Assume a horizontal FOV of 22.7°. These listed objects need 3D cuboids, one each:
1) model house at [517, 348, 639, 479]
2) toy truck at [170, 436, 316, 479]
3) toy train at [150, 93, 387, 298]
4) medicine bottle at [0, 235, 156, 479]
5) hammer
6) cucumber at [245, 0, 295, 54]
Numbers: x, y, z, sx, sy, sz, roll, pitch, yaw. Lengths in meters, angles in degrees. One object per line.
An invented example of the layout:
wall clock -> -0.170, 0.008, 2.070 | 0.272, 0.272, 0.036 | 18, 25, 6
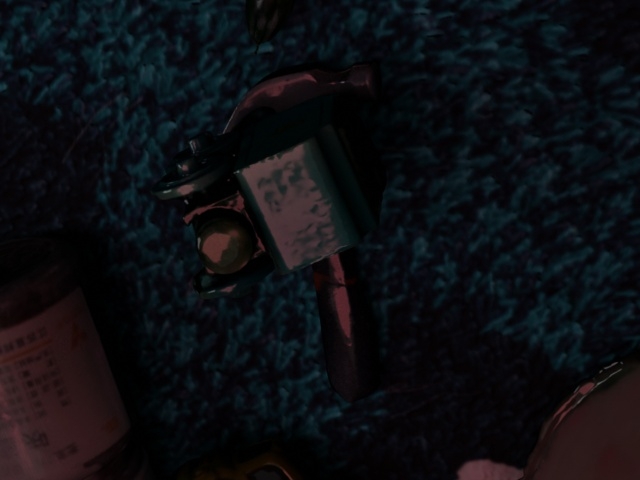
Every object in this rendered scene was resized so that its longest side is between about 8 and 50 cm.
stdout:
model house -> 0.291, 0.239, 1.216 | 0.237, 0.202, 0.237 | 29, 85, -21
toy truck -> -0.021, 0.260, 1.360 | 0.165, 0.147, 0.224 | -38, 95, 5
toy train -> -0.034, -0.035, 1.151 | 0.154, 0.198, 0.107 | -22, 104, 9
medicine bottle -> -0.241, 0.148, 1.357 | 0.165, 0.165, 0.273 | -9, 109, 23
hammer -> 0.000, 0.000, 1.279 | 0.137, 0.037, 0.290 | -2, 113, 20
cucumber -> -0.031, -0.212, 1.193 | 0.039, 0.039, 0.168 | 18, 117, 11
